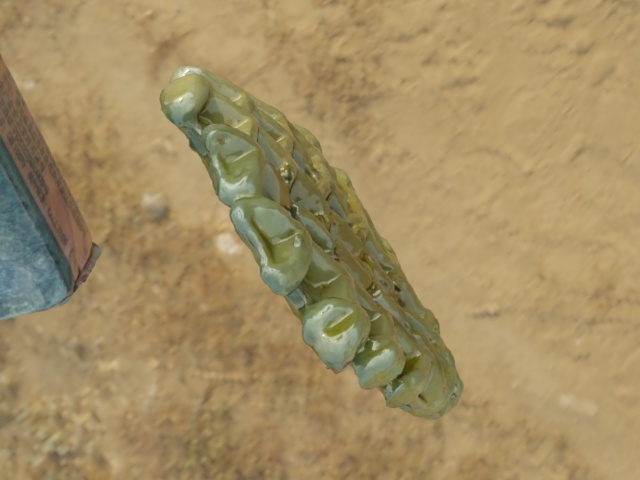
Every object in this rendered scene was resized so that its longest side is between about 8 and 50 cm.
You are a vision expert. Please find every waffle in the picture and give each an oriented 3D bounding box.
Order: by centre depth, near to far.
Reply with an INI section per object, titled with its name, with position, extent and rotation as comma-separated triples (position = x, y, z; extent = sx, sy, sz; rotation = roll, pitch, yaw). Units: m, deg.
[waffle]
position = 0.000, 0.000, 1.219
extent = 0.056, 0.309, 0.292
rotation = -36, 69, 12

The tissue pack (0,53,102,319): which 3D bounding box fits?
[tissue pack]
position = -0.319, -0.080, 1.165
extent = 0.228, 0.103, 0.316
rotation = -13, 120, 20
